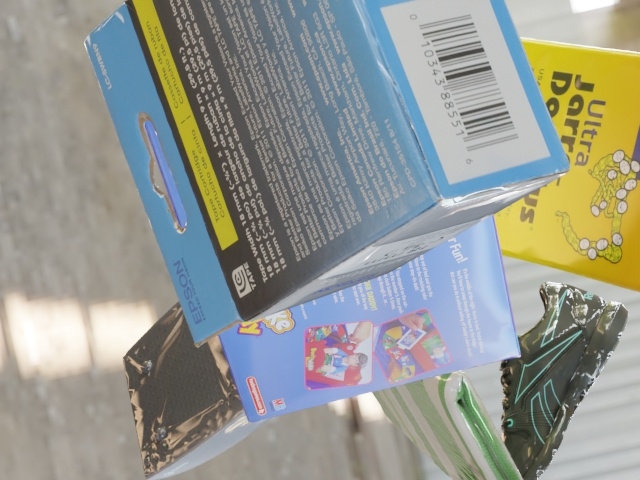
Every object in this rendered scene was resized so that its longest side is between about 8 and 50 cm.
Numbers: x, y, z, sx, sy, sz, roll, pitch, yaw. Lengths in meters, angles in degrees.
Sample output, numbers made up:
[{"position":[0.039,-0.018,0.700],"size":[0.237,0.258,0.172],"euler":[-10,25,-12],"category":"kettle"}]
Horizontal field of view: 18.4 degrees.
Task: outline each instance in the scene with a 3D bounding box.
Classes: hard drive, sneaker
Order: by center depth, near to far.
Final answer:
[{"position":[-0.089,0.114,1.955],"size":[0.054,0.255,0.172],"euler":[23,38,-40],"category":"hard drive"},{"position":[0.234,0.168,2.160],"size":[0.267,0.106,0.101],"euler":[-60,175,-15],"category":"sneaker"}]

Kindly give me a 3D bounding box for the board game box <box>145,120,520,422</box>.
[{"position":[0.014,-0.021,1.526],"size":[0.078,0.233,0.347],"euler":[-102,178,-46],"category":"board game box"}]

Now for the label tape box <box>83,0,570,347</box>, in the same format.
[{"position":[-0.010,-0.093,1.259],"size":[0.334,0.106,0.240],"euler":[-32,-104,58],"category":"label tape box"}]

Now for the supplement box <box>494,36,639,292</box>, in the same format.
[{"position":[0.246,-0.065,1.751],"size":[0.356,0.194,0.195],"euler":[16,-86,52],"category":"supplement box"}]

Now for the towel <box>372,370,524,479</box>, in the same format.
[{"position":[0.104,0.158,1.985],"size":[0.248,0.038,0.325],"euler":[58,-10,-31],"category":"towel"}]
